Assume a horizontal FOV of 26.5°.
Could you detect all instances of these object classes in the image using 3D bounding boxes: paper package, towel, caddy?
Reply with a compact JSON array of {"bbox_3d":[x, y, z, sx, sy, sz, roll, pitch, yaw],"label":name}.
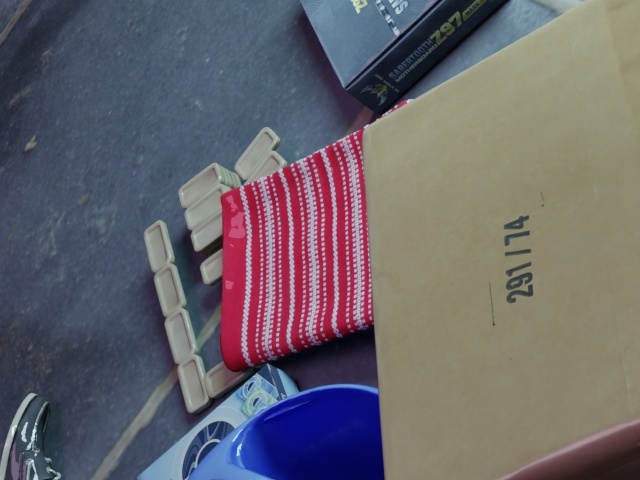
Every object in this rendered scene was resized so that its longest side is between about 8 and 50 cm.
[{"bbox_3d":[0.194,0.022,0.818,0.309,0.168,0.325,-28,42,26],"label":"paper package"},{"bbox_3d":[0.000,0.000,1.258,0.275,0.031,0.199,-23,58,42],"label":"towel"},{"bbox_3d":[0.027,0.237,0.978,0.341,0.179,0.241,16,60,49],"label":"caddy"}]

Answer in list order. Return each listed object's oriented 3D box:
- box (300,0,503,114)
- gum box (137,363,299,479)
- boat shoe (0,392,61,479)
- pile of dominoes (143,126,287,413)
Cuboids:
[{"bbox_3d":[0.072,-0.266,1.387,0.183,0.059,0.232,-42,42,20],"label":"box"},{"bbox_3d":[-0.079,0.229,1.239,0.184,0.041,0.157,-43,42,18],"label":"gum box"},{"bbox_3d":[-0.310,0.262,1.454,0.065,0.075,0.206,8,57,2],"label":"boat shoe"},{"bbox_3d":[-0.081,0.029,1.390,0.196,0.040,0.251,-35,53,23],"label":"pile of dominoes"}]
